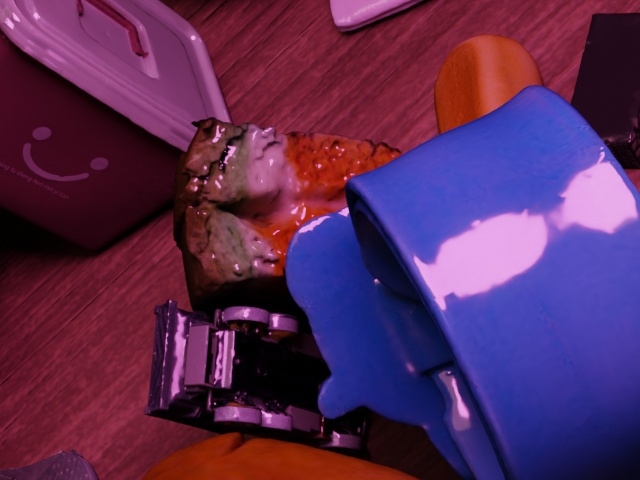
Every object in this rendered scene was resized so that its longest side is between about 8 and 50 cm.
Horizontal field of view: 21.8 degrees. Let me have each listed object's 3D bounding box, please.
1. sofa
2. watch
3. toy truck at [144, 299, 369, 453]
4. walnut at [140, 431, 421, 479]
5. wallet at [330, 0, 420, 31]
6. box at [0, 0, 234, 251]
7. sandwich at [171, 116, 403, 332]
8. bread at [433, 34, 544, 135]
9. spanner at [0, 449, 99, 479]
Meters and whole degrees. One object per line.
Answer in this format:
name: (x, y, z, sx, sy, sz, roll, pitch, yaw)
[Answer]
sofa: (0.223, -0.113, 1.236, 0.060, 0.039, 0.118, 1, 63, 32)
watch: (0.127, 0.077, 0.982, 0.241, 0.274, 0.305, -28, 93, -5)
toy truck: (-0.044, 0.098, 1.161, 0.092, 0.192, 0.083, -7, 72, 34)
walnut: (0.017, 0.236, 1.041, 0.336, 0.209, 0.209, 13, 69, 27)
wallet: (0.086, -0.253, 1.409, 0.183, 0.032, 0.124, -21, 53, 16)
box: (-0.223, -0.129, 1.356, 0.167, 0.294, 0.193, -35, 49, 21)
sandwich: (-0.011, 0.002, 1.195, 0.212, 0.292, 0.109, 1, 77, -13)
bread: (0.139, -0.045, 1.218, 0.092, 0.074, 0.239, -48, 37, 45)
spanner: (-0.302, 0.187, 1.367, 0.325, 0.026, 0.093, 12, 67, 36)
